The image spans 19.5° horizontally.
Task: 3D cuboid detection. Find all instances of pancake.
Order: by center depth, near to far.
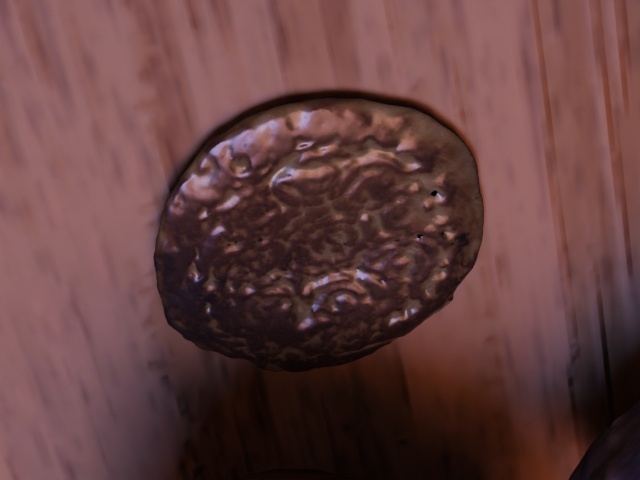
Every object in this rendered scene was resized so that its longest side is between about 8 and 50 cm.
[{"bbox_3d":[0.000,0.001,0.608,0.114,0.011,0.115,-5,127,-6],"label":"pancake"}]

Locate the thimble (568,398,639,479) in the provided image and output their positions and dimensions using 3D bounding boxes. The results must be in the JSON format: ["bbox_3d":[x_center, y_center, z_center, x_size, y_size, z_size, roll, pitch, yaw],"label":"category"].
[{"bbox_3d":[0.203,0.111,0.615,0.172,0.205,0.236,-41,150,26],"label":"thimble"}]

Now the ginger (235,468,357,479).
[{"bbox_3d":[0.019,0.169,0.644,0.165,0.172,0.321,-41,144,4],"label":"ginger"}]
